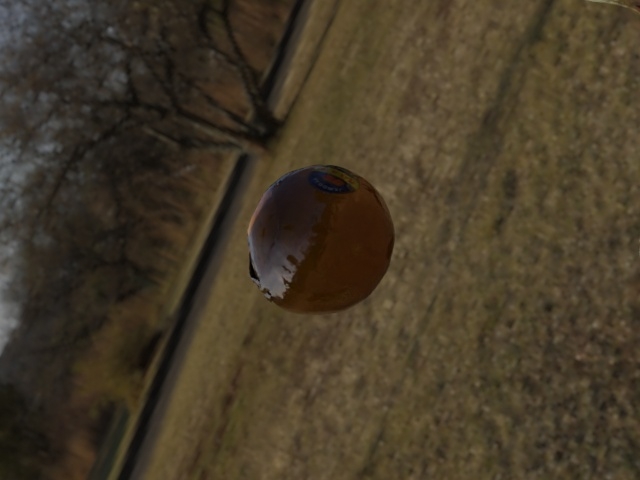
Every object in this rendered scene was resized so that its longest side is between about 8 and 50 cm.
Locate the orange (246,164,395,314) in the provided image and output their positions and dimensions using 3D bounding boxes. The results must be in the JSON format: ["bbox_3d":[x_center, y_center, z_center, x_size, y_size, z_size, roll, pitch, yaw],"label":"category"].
[{"bbox_3d":[0.000,0.000,0.651,0.083,0.083,0.083,-62,7,13],"label":"orange"}]

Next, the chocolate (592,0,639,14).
[{"bbox_3d":[0.295,-0.245,1.104,0.110,0.248,0.110,-60,-6,-11],"label":"chocolate"}]
